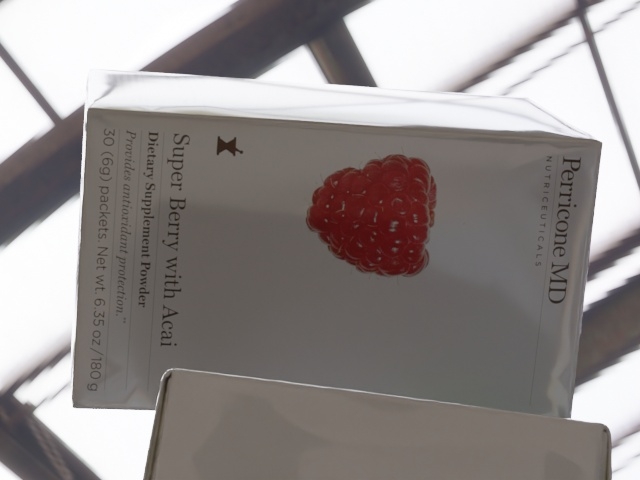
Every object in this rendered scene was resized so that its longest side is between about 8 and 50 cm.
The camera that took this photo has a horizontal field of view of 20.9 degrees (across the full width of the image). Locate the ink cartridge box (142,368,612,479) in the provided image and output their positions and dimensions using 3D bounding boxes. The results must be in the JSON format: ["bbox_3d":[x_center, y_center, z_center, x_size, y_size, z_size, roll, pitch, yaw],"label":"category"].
[{"bbox_3d":[0.024,0.156,0.856,0.201,0.278,0.117,7,-106,3],"label":"ink cartridge box"}]

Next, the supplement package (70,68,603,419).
[{"bbox_3d":[0.000,0.000,1.050,0.293,0.175,0.177,2,-78,-8],"label":"supplement package"}]
